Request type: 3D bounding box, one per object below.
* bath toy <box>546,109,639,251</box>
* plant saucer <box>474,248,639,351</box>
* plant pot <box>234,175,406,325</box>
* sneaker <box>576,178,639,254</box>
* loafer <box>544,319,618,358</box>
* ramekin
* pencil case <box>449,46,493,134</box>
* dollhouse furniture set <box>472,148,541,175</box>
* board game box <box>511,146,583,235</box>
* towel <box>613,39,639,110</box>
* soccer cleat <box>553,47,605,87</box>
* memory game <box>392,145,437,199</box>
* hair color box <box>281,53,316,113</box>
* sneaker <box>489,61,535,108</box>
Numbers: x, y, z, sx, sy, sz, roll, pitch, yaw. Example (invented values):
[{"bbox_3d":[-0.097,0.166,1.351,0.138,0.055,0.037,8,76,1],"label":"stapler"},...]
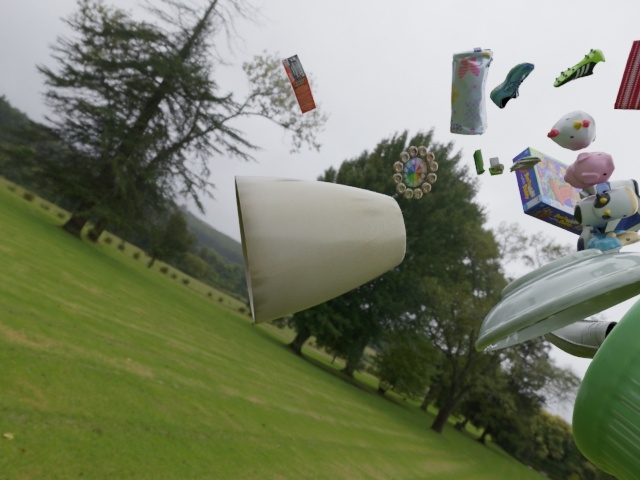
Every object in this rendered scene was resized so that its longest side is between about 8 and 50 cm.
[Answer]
[{"bbox_3d":[0.638,-0.147,1.113,0.128,0.349,0.151,-9,-12,-29],"label":"bath toy"},{"bbox_3d":[0.486,0.109,0.951,0.101,0.400,0.400,69,11,23],"label":"plant saucer"},{"bbox_3d":[0.000,0.000,0.833,0.273,0.257,0.256,-8,1,-12],"label":"plant pot"},{"bbox_3d":[0.827,-0.035,1.295,0.182,0.316,0.127,-7,27,12],"label":"sneaker"},{"bbox_3d":[0.701,0.237,1.146,0.319,0.112,0.112,8,-44,50],"label":"loafer"},{"bbox_3d":[0.425,0.163,0.461,0.303,0.303,0.148,33,10,-31],"label":"ramekin"},{"bbox_3d":[0.485,-0.479,1.520,0.123,0.274,0.113,-6,23,-7],"label":"pencil case"},{"bbox_3d":[0.471,-0.207,1.194,0.151,0.059,0.076,-8,-10,8],"label":"dollhouse furniture set"},{"bbox_3d":[0.829,-0.155,1.608,0.346,0.234,0.078,16,-33,-22],"label":"board game box"},{"bbox_3d":[0.930,-0.428,1.203,0.031,0.199,0.274,12,5,-43],"label":"towel"},{"bbox_3d":[0.919,-0.598,1.666,0.072,0.179,0.060,38,34,-21],"label":"soccer cleat"},{"bbox_3d":[0.322,-0.227,1.585,0.186,0.186,0.012,33,0,-30],"label":"memory game"},{"bbox_3d":[-0.051,-0.382,1.157,0.141,0.043,0.072,62,6,-72],"label":"hair color box"},{"bbox_3d":[0.584,-0.460,1.405,0.063,0.073,0.162,-2,-29,-25],"label":"sneaker"}]
